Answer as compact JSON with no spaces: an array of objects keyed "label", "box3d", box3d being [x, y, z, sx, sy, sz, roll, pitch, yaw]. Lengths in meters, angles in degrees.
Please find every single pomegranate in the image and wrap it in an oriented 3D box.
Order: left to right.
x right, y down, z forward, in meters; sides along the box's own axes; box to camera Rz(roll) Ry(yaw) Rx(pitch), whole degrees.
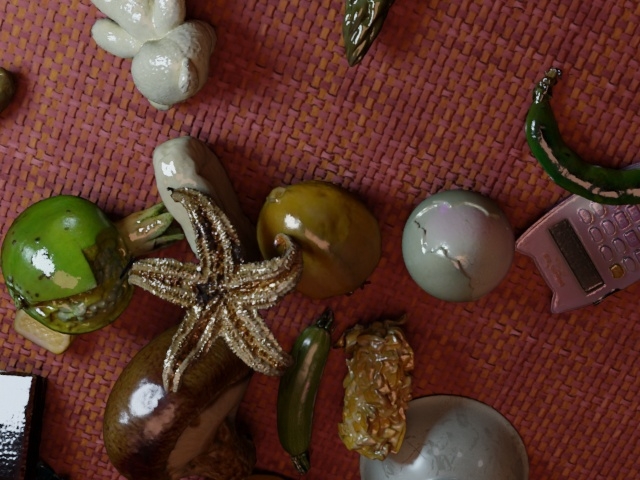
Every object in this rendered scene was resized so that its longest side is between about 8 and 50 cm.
[{"label":"pomegranate","box3d":[-0.379,0.020,1.781,0.302,0.236,0.236,-30,108,-17]}]

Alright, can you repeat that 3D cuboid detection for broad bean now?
[{"label":"broad bean","box3d":[0.434,-0.134,1.698,0.292,0.049,0.144,39,106,3]}]

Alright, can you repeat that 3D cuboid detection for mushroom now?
[{"label":"mushroom","box3d":[-0.208,0.292,1.819,0.259,0.345,0.345,36,111,9]}]

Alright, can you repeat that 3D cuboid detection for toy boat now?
[{"label":"toy boat","box3d":[-0.502,0.479,2.034,0.061,0.060,0.137,-22,105,35]}]

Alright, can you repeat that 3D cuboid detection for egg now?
[{"label":"egg","box3d":[0.219,0.013,1.706,0.183,0.217,0.183,2,108,6]}]

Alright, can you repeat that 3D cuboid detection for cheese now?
[{"label":"cheese","box3d":[-0.186,-0.049,1.747,0.093,0.159,0.263,-24,106,9]}]

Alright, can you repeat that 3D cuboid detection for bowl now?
[{"label":"bowl","box3d":[0.222,0.447,1.913,0.313,0.146,0.313,2,113,4]}]

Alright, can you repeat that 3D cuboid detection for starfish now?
[{"label":"starfish","box3d":[-0.171,0.087,1.653,0.303,0.113,0.312,16,95,8]}]

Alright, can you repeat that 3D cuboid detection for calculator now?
[{"label":"calculator","box3d":[0.477,-0.011,1.771,0.294,0.043,0.194,-30,105,12]}]

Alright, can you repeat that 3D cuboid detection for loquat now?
[{"label":"loquat","box3d":[0.000,0.000,1.744,0.234,0.176,0.187,42,148,-21]}]

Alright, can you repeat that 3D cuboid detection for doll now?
[{"label":"doll","box3d":[-0.264,-0.348,1.674,0.149,0.175,0.278,-35,98,-22]}]

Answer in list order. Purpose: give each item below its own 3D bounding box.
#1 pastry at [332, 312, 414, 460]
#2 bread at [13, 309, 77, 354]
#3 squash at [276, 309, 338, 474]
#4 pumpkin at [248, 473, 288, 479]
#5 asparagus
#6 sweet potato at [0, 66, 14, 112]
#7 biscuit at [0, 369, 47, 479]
[{"label":"pastry","box3d":[0.093,0.247,1.856,0.102,0.154,0.250,0,99,-26]},{"label":"bread","box3d":[-0.484,0.148,1.907,0.115,0.056,0.082,26,113,3]},{"label":"squash","box3d":[-0.035,0.269,1.905,0.080,0.071,0.318,17,110,19]},{"label":"pumpkin","box3d":[-0.125,0.536,1.907,0.190,0.280,0.139,35,118,26]},{"label":"asparagus","box3d":[0.087,-0.403,1.631,0.080,0.080,0.287,16,104,-1]},{"label":"sweet potato","box3d":[-0.609,-0.196,1.778,0.273,0.075,0.075,-32,105,19]},{"label":"biscuit","box3d":[-0.568,0.426,1.909,0.107,0.073,0.388,3,78,3]}]
